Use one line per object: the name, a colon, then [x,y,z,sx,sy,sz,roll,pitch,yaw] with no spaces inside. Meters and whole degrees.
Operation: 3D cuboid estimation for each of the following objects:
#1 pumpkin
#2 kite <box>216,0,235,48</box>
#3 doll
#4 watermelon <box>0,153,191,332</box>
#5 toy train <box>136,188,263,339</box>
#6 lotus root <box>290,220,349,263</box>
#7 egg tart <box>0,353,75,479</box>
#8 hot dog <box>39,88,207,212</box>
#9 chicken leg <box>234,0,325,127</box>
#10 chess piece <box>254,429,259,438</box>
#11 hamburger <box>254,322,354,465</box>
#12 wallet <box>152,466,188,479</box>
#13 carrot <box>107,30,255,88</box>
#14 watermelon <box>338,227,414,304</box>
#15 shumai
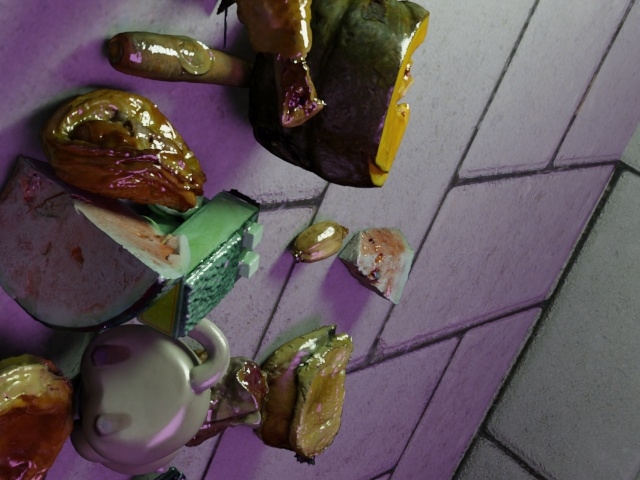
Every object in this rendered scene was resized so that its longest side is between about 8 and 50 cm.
pumpkin: [0.027,-0.244,1.746,0.256,0.225,0.303,-53,155,-48]
kite: [-0.092,-0.362,1.573,0.010,0.183,0.160,11,69,-41]
doll: [-0.292,0.262,1.803,0.226,0.215,0.370,-11,163,-26]
watermelon: [-0.295,0.017,1.482,0.224,0.305,0.180,-40,147,-26]
toy train: [-0.217,0.020,1.705,0.272,0.188,0.159,-47,156,-49]
lotus root: [0.000,0.000,2.180,0.152,0.063,0.072,-23,113,-35]
egg tart: [-0.510,0.296,1.634,0.352,0.150,0.352,-43,156,-25]
hot dog: [-0.257,-0.122,1.535,0.114,0.175,0.259,-42,155,17]
chicken leg: [-0.110,-0.338,1.431,0.295,0.182,0.409,-13,95,-14]
chess piece: [-0.108,0.407,2.499,0.083,0.038,0.084,-38,146,-31]
hamburger: [-0.048,0.328,2.384,0.211,0.132,0.309,-8,114,-51]
wallet: [-0.344,0.588,2.305,0.237,0.075,0.342,-40,152,-12]
carrot: [-0.174,-0.255,1.626,0.342,0.070,0.070,-3,124,-58]
watermelon: [0.117,0.040,2.401,0.241,0.094,0.154,19,98,-59]
shumai: [-0.186,0.307,2.078,0.184,0.185,0.218,-52,156,-35]
